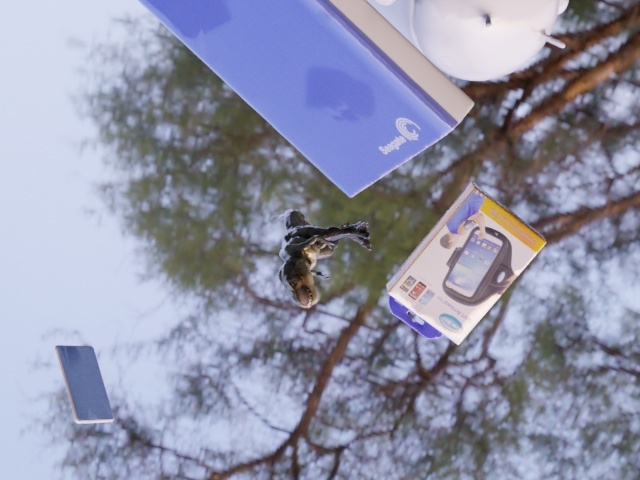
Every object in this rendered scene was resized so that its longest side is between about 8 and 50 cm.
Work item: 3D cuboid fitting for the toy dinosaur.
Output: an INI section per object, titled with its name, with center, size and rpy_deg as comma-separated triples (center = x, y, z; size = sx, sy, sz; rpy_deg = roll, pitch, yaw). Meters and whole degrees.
[toy dinosaur]
center = 0.000, 0.000, 1.567
size = 0.118, 0.064, 0.268
rpy_deg = -8, -159, -2

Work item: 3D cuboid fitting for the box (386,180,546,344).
[box]
center = 0.120, 0.026, 1.087
size = 0.081, 0.136, 0.028
rpy_deg = 36, -169, -10

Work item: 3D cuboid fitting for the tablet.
[tablet]
center = -0.238, 0.144, 1.265
size = 0.054, 0.006, 0.083
rpy_deg = 9, -124, -55

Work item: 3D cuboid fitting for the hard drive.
[hard drive]
center = -0.045, -0.177, 1.015
size = 0.319, 0.210, 0.040
rpy_deg = 42, -113, -7

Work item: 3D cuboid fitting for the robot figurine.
[robot figurine]
center = 0.178, -0.338, 1.655
size = 0.300, 0.199, 0.353
rpy_deg = -5, -147, -26
